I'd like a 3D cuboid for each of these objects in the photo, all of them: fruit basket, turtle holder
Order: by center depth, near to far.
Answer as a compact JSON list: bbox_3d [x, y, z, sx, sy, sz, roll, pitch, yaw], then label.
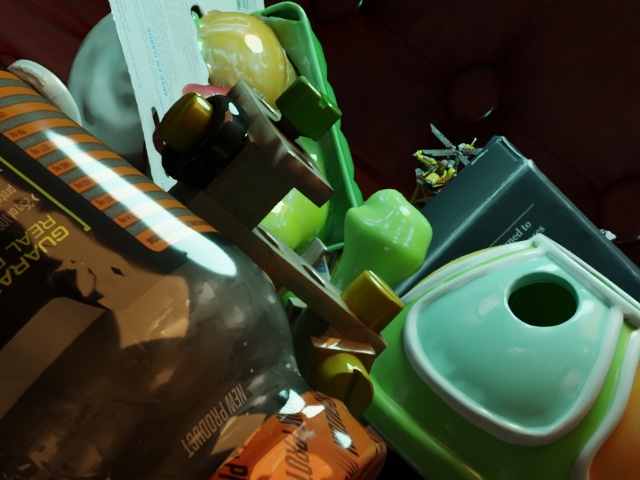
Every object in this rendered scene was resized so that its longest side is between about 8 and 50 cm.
[{"bbox_3d":[0.145,0.110,1.536,0.243,0.227,0.320,31,9,-32],"label":"turtle holder"},{"bbox_3d":[-0.093,-0.088,1.728,0.353,0.165,0.327,-10,84,-64],"label":"fruit basket"}]

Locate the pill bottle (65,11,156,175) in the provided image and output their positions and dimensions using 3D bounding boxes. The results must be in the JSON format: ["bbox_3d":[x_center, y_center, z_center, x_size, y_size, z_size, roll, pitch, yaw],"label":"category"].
[{"bbox_3d":[-0.116,-0.130,2.068,0.176,0.176,0.318,40,8,29],"label":"pill bottle"}]

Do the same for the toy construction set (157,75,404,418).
[{"bbox_3d":[-0.034,0.023,1.202,0.257,0.237,0.309,36,7,0],"label":"toy construction set"}]

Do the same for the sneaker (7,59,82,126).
[{"bbox_3d":[-0.203,-0.004,1.263,0.079,0.121,0.217,24,-35,32],"label":"sneaker"}]

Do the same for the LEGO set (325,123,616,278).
[{"bbox_3d":[0.162,0.005,2.143,0.255,0.192,0.331,-14,47,-40],"label":"LEGO set"}]

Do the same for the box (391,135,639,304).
[{"bbox_3d":[0.251,0.115,1.876,0.395,0.212,0.293,45,6,-5],"label":"box"}]

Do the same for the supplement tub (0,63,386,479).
[{"bbox_3d":[-0.157,0.032,0.673,0.338,0.207,0.207,38,7,11],"label":"supplement tub"}]
